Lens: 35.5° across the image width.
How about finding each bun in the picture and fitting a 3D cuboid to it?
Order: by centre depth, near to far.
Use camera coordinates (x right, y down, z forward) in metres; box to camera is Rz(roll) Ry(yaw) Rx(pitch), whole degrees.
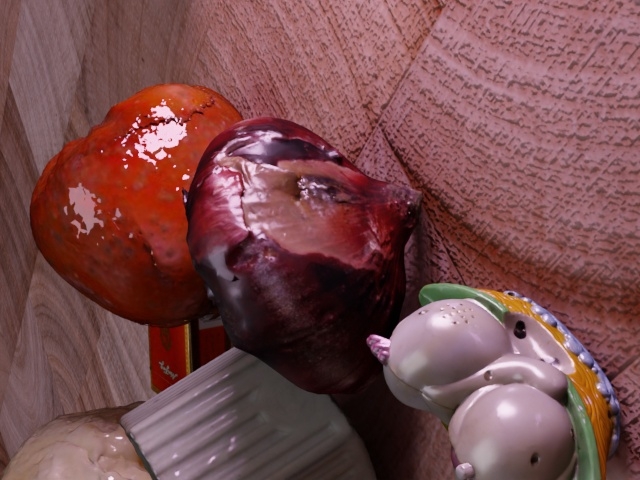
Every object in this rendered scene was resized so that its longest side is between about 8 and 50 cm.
[{"bbox_3d":[-0.226,0.324,1.195,0.352,0.349,0.227,31,127,41],"label":"bun"}]

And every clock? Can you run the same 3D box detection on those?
[{"bbox_3d":[0.131,0.116,0.743,0.231,0.144,0.103,51,140,40],"label":"clock"}]

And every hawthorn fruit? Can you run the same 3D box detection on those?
[{"bbox_3d":[-0.167,-0.014,1.129,0.307,0.276,0.276,56,145,10],"label":"hawthorn fruit"}]

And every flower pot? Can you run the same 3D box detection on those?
[{"bbox_3d":[-0.069,0.225,0.999,0.239,0.189,0.209,52,162,24],"label":"flower pot"}]

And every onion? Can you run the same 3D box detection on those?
[{"bbox_3d":[0.000,0.000,0.895,0.195,0.272,0.272,-33,62,12],"label":"onion"}]

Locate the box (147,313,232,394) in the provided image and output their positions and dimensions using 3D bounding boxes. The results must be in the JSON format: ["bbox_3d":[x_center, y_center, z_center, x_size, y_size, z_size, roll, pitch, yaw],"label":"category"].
[{"bbox_3d":[-0.179,0.107,1.354,0.153,0.074,0.240,16,111,54],"label":"box"}]
